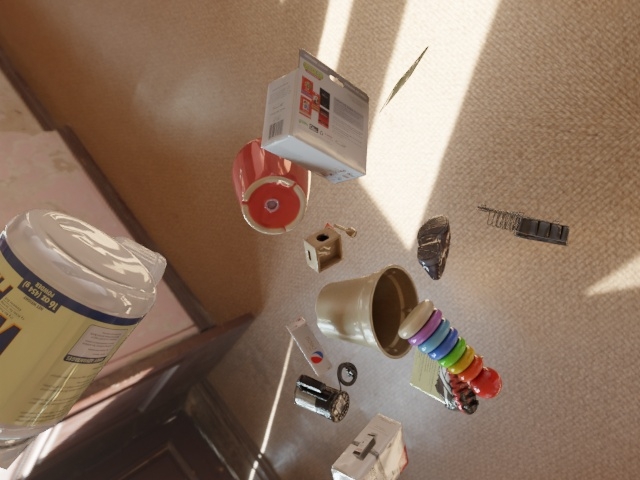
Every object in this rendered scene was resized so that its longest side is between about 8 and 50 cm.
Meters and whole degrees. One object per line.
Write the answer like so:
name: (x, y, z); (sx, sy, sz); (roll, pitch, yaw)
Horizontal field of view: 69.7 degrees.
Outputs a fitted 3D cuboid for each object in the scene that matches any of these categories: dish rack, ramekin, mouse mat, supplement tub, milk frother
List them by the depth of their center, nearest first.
supplement tub: (-0.437, 0.140, 0.698); (0.235, 0.235, 0.325); (39, 91, 22)
ramekin: (-0.426, 0.088, 0.936); (0.207, 0.207, 0.109); (-26, 125, 37)
milk frother: (0.017, 0.399, 1.257); (0.134, 0.143, 0.129); (7, 117, 40)
mouse mat: (0.242, -0.467, 1.344); (0.007, 0.190, 0.152); (39, 160, 2)
dish rack: (0.656, -0.057, 1.516); (0.271, 0.208, 0.074); (-145, 66, -65)

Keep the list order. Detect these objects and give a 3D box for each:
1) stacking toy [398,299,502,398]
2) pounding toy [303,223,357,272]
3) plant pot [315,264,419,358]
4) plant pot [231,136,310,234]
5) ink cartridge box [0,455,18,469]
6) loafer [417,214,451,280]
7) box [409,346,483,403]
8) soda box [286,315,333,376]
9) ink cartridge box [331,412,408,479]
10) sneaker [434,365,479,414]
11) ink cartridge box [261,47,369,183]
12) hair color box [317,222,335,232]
stacking toy: (0.394, 0.328, 1.345); (0.330, 0.141, 0.141); (41, 122, 5)
pounding toy: (0.039, -0.004, 1.821); (0.094, 0.206, 0.181); (36, 145, 44)
plant pot: (0.158, 0.265, 1.733); (0.305, 0.334, 0.334); (-7, 98, 40)
plant pot: (-0.151, -0.160, 1.448); (0.275, 0.243, 0.275); (-3, 121, -6)
ink cartridge box: (-0.866, 0.402, 1.271); (0.385, 0.279, 0.160); (-50, 40, -7)
loafer: (0.388, 0.020, 1.562); (0.109, 0.302, 0.095); (-12, 116, 27)
box: (0.512, 0.532, 1.880); (0.243, 0.117, 0.214); (19, 108, 44)
soda box: (-0.039, 0.386, 1.673); (0.216, 0.069, 0.074); (60, 169, -18)
ink cartridge box: (0.089, 0.385, 0.789); (0.056, 0.135, 0.099); (8, 120, 41)
sneaker: (0.466, 0.488, 1.660); (0.135, 0.097, 0.276); (-31, 68, 51)
ink cartridge box: (-0.002, -0.349, 1.335); (0.130, 0.309, 0.272); (-10, 69, 43)
hair color box: (0.000, 0.000, 1.978); (0.053, 0.167, 0.093); (41, 121, -6)
